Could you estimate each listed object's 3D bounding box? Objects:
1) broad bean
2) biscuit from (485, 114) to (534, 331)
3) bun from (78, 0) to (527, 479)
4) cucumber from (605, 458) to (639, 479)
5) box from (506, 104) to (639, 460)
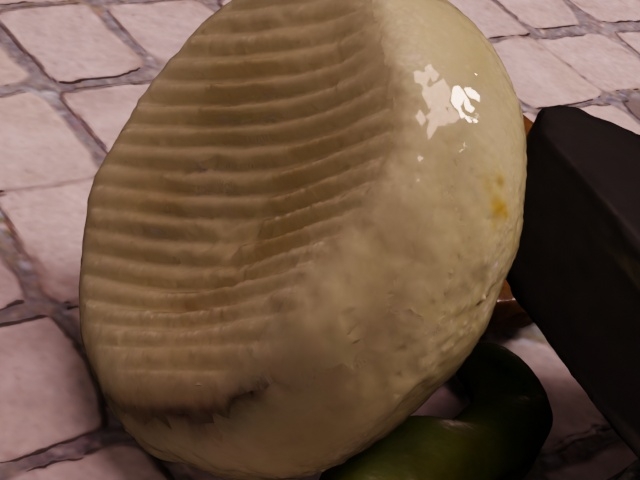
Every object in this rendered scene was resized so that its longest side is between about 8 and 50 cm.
[{"bbox_3d":[0.047,0.097,0.622,0.070,0.048,0.213,20,26,20],"label":"broad bean"},{"bbox_3d":[0.036,-0.017,0.780,0.208,0.041,0.290,38,38,24],"label":"biscuit"},{"bbox_3d":[0.000,0.000,0.601,0.127,0.222,0.222,22,27,-40],"label":"bun"},{"bbox_3d":[0.127,0.140,0.596,0.064,0.064,0.112,32,35,14],"label":"cucumber"},{"bbox_3d":[0.253,0.101,0.606,0.359,0.091,0.350,21,24,-33],"label":"box"}]
